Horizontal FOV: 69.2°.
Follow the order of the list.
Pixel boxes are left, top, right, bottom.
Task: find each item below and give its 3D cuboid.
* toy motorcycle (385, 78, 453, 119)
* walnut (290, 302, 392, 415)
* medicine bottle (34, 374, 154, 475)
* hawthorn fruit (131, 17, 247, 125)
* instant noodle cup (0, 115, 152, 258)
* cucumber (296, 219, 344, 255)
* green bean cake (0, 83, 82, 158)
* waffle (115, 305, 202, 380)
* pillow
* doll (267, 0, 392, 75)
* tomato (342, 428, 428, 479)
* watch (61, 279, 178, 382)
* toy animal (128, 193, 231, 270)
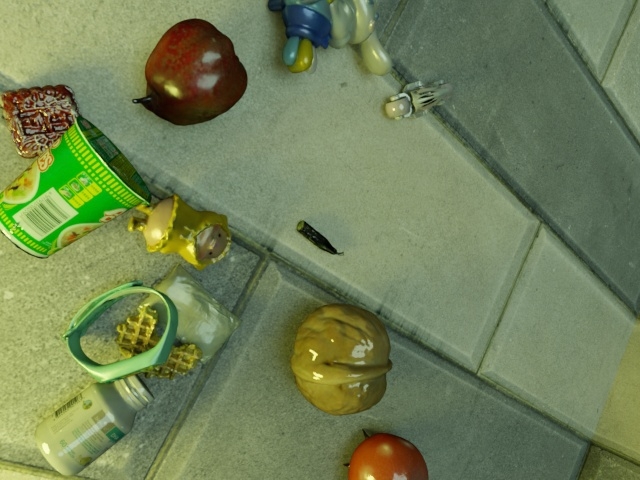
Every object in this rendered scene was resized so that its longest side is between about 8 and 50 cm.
[{"bbox_3d":[0.310,-0.429,1.402,0.254,0.112,0.112,-26,109,-25],"label":"toy motorcycle"},{"bbox_3d":[0.057,0.317,1.239,0.285,0.285,0.296,4,89,-32],"label":"walnut"},{"bbox_3d":[-0.478,0.382,1.005,0.215,0.135,0.135,-37,113,-22],"label":"medicine bottle"},{"bbox_3d":[-0.290,-0.349,0.998,0.248,0.208,0.208,-31,112,-12],"label":"hawthorn fruit"},{"bbox_3d":[-0.485,-0.086,0.898,0.233,0.207,0.207,-38,115,-4],"label":"instant noodle cup"},{"bbox_3d":[0.000,0.000,1.310,0.163,0.043,0.039,40,33,-32],"label":"cucumber"},{"bbox_3d":[-0.551,-0.238,0.931,0.135,0.056,0.135,-19,105,-30],"label":"green bean cake"},{"bbox_3d":[-0.378,0.244,1.082,0.149,0.051,0.194,-31,108,0],"label":"waffle"},{"bbox_3d":[-0.314,0.183,1.130,0.148,0.050,0.229,-48,117,-16],"label":"pillow"},{"bbox_3d":[0.028,-0.592,1.164,0.366,0.187,0.376,-27,91,-34],"label":"doll"},{"bbox_3d":[0.206,0.724,1.421,0.256,0.224,0.255,1,88,-38],"label":"tomato"},{"bbox_3d":[-0.426,0.197,0.994,0.237,0.068,0.195,-20,77,-2],"label":"watch"},{"bbox_3d":[-0.317,-0.022,1.060,0.230,0.156,0.156,29,81,-42],"label":"toy animal"}]
